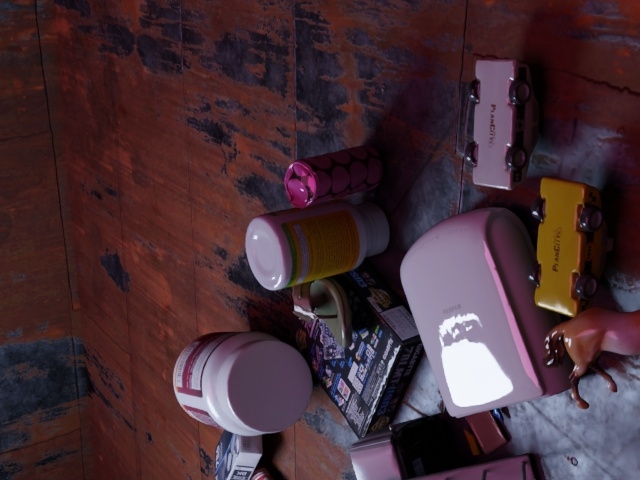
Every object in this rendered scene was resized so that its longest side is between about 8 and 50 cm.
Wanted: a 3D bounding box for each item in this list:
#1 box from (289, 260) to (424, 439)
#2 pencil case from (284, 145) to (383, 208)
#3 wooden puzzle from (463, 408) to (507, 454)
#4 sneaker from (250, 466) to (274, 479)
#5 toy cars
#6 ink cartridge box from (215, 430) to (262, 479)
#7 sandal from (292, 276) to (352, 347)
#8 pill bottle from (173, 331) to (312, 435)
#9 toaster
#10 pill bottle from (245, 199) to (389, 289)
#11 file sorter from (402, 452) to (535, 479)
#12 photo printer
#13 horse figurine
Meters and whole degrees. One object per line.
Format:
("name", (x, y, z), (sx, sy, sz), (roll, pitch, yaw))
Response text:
("box", (0.062, 0.193, 1.783), (0.293, 0.073, 0.296), (51, 140, 36))
("pencil case", (0.022, -0.110, 1.610), (0.098, 0.209, 0.095), (-27, 82, 40))
("wooden puzzle", (0.283, 0.322, 1.544), (0.079, 0.014, 0.116), (64, 146, 13))
("sneaker", (-0.136, 0.664, 2.273), (0.128, 0.086, 0.221), (-124, 35, -57))
("toy cars", (0.317, -0.084, 1.288), (0.176, 0.087, 0.394), (-50, 56, 49))
("ink cartridge box", (-0.217, 0.552, 2.294), (0.165, 0.065, 0.333), (-97, 21, -43))
("sandal", (-0.027, 0.106, 1.726), (0.303, 0.086, 0.120), (46, 148, 43))
("pill bottle", (-0.175, 0.312, 2.001), (0.392, 0.224, 0.224), (-13, 90, 67))
("toaster", (0.151, 0.406, 1.616), (0.110, 0.168, 0.186), (-20, 84, 32))
("pill bottle", (0.000, 0.000, 1.647), (0.136, 0.245, 0.137), (27, 123, 51))
("file sorter", (0.216, 0.476, 1.419), (0.173, 0.277, 0.193), (2, -108, -77))
("photo printer", (0.253, 0.110, 1.426), (0.256, 0.107, 0.308), (-31, 75, 56))
("horse figurine", (0.402, 0.139, 1.186), (0.263, 0.066, 0.175), (-7, 117, 32))
